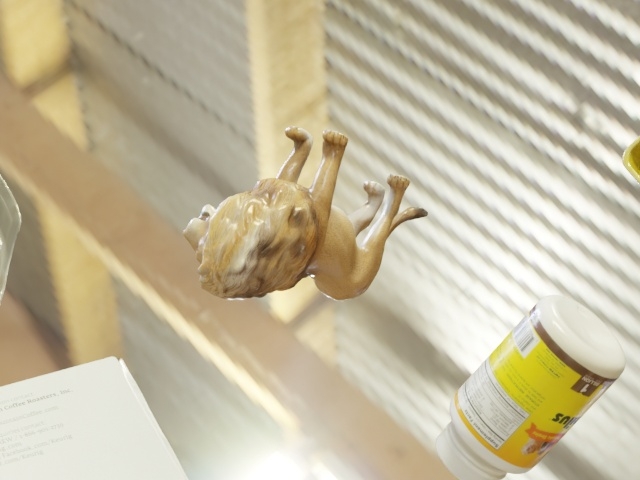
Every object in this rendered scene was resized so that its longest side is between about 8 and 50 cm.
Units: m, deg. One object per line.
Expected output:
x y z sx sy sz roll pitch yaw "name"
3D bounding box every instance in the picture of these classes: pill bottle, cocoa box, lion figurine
0.220 0.169 1.845 0.117 0.117 0.215 45 -66 14 "pill bottle"
-0.296 0.288 1.459 0.231 0.347 0.228 55 -35 32 "cocoa box"
0.000 0.000 2.210 0.142 0.240 0.392 12 -10 41 "lion figurine"

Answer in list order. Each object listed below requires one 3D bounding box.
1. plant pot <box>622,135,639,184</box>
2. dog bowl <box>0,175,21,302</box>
0.428 -0.041 1.468 0.187 0.212 0.212 33 18 -49 "plant pot"
-0.466 0.013 1.655 0.349 0.348 0.102 43 -44 19 "dog bowl"
